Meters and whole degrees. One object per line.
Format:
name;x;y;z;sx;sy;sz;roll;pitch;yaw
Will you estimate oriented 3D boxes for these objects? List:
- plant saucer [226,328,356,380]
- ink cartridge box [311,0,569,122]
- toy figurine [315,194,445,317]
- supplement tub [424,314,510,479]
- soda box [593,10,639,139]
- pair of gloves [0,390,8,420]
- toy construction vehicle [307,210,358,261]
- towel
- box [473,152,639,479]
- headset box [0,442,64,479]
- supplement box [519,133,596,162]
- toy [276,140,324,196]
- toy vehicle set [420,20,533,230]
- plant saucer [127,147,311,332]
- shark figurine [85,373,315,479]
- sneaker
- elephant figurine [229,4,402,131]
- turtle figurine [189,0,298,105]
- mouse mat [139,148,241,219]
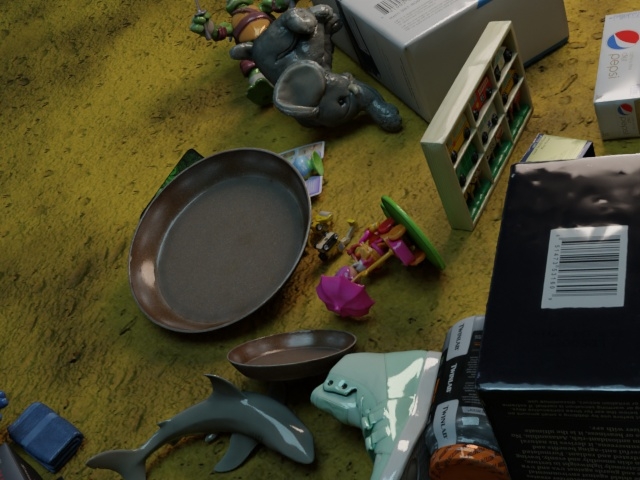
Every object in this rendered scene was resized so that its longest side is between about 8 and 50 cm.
plant saucer;-0.036;0.149;1.310;0.169;0.029;0.168;-7;7;1
ink cartridge box;0.185;-0.408;1.735;0.285;0.166;0.395;-31;41;-7
toy figurine;0.062;0.033;1.390;0.159;0.130;0.173;-40;19;-1
supplement tub;0.182;0.188;1.140;0.117;0.117;0.190;-4;44;25
soda box;0.450;-0.246;1.495;0.069;0.074;0.216;-3;45;26
pair of gloves;-0.491;0.301;1.390;0.159;0.023;0.198;-37;26;47
toy construction vehicle;0.000;0.000;1.507;0.086;0.035;0.098;7;47;48
towel;-0.383;0.272;1.416;0.119;0.029;0.067;21;59;42
box;0.289;0.117;1.022;0.183;0.294;0.296;-2;46;23
headset box;-0.419;0.403;1.231;0.293;0.110;0.218;-36;41;-12
supplement box;0.328;-0.097;1.413;0.083;0.056;0.083;14;54;37
toy;-0.112;-0.102;1.651;0.237;0.056;0.136;-13;41;15
toy vehicle set;0.230;-0.166;1.455;0.035;0.166;0.266;7;51;33
plant saucer;-0.145;0.004;1.517;0.311;0.050;0.310;-14;55;22
shark figurine;-0.146;0.221;1.285;0.278;0.116;0.166;-13;40;12
sneaker;0.053;0.229;1.179;0.151;0.094;0.256;0;37;20
elephant figurine;-0.008;-0.255;1.682;0.169;0.239;0.186;-10;-14;-38
turtle figurine;-0.125;-0.400;1.836;0.198;0.274;0.266;-12;58;-27
mouse mat;-0.215;-0.060;1.658;0.152;0.007;0.190;-54;42;1
